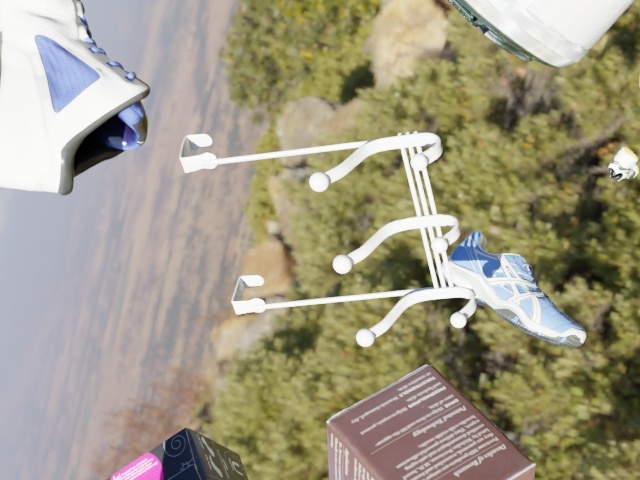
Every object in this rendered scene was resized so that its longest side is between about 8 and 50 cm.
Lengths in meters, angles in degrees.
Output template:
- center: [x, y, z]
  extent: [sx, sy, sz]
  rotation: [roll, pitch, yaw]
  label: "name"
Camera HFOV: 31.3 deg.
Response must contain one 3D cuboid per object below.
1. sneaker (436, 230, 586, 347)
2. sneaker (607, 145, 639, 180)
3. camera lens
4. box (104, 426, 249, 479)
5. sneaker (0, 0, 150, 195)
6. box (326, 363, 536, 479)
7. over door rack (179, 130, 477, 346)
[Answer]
- center: [0.251, 0.064, 1.460]
  extent: [0.081, 0.211, 0.080]
  rotation: [-56, -21, -1]
  label: "sneaker"
- center: [0.368, -0.089, 1.401]
  extent: [0.037, 0.032, 0.083]
  rotation: [-46, -23, 3]
  label: "sneaker"
- center: [0.247, -0.329, 1.135]
  extent: [0.274, 0.219, 0.219]
  rotation: [-49, 25, 22]
  label: "camera lens"
- center: [-0.208, 0.386, 1.474]
  extent: [0.247, 0.142, 0.163]
  rotation: [-34, 55, 11]
  label: "box"
- center: [-0.248, -0.165, 1.097]
  extent: [0.127, 0.182, 0.316]
  rotation: [123, 156, -60]
  label: "sneaker"
- center: [0.130, 0.299, 1.404]
  extent: [0.203, 0.167, 0.168]
  rotation: [43, 147, 39]
  label: "box"
- center: [0.000, 0.000, 1.314]
  extent: [0.108, 0.324, 0.240]
  rotation: [-59, -38, -47]
  label: "over door rack"
